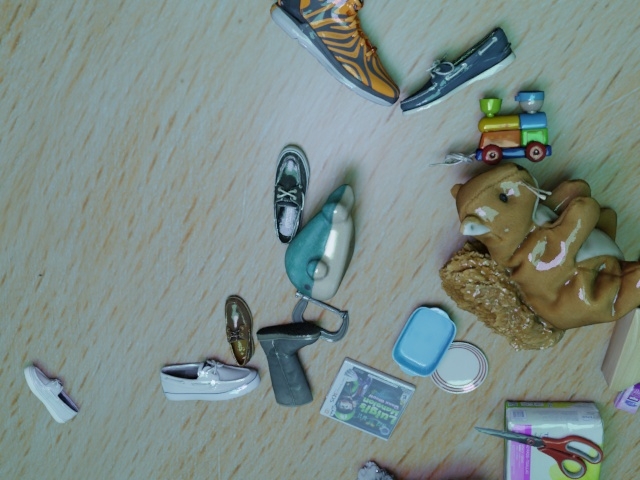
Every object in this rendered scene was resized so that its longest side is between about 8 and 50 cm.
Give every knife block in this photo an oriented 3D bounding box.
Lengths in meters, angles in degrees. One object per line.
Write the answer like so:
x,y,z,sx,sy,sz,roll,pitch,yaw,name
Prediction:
0.712,0.175,1.657,0.275,0.088,0.242,-34,103,18,knife block

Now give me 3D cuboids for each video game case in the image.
0.116,0.398,1.851,0.190,0.022,0.173,23,113,-3,video game case

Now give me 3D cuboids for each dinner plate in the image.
0.333,0.306,1.792,0.141,0.017,0.141,2,112,5,dinner plate

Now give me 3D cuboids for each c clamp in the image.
0.001,0.172,1.775,0.160,0.022,0.137,30,112,-5,c clamp

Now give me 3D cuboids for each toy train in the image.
0.347,-0.231,1.537,0.247,0.105,0.144,-3,100,9,toy train

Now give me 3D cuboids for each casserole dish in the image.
0.247,0.235,1.755,0.114,0.037,0.189,28,111,8,casserole dish

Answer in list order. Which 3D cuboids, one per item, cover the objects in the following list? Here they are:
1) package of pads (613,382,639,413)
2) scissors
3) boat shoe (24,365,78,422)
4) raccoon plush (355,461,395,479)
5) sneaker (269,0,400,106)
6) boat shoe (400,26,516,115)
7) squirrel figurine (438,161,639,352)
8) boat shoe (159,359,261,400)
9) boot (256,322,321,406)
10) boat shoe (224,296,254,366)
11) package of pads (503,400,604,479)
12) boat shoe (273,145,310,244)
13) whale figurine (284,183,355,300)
0.740,0.368,1.760,0.050,0.032,0.083,18,113,-3,package of pads
0.512,0.465,1.729,0.297,0.021,0.109,27,113,-2,scissors
-0.697,0.393,1.926,0.063,0.066,0.184,-28,104,2,boat shoe
0.332,0.720,1.907,0.216,0.446,0.299,-46,143,-11,raccoon plush
0.067,-0.421,1.475,0.321,0.125,0.180,39,112,-9,sneaker
0.267,-0.339,1.500,0.254,0.095,0.079,-27,108,15,boat shoe
0.404,0.035,1.521,0.370,0.281,0.397,28,122,-17,squirrel figurine
-0.279,0.341,1.836,0.257,0.095,0.084,-9,115,9,boat shoe
-0.057,0.307,1.798,0.189,0.076,0.209,-6,106,34,boot
-0.197,0.223,1.798,0.064,0.060,0.178,-5,111,9,boat shoe
0.567,0.537,1.811,0.229,0.101,0.297,-2,112,8,package of pads
-0.067,-0.098,1.649,0.077,0.070,0.220,4,112,5,boat shoe
0.000,0.000,1.608,0.141,0.216,0.272,18,132,9,whale figurine
